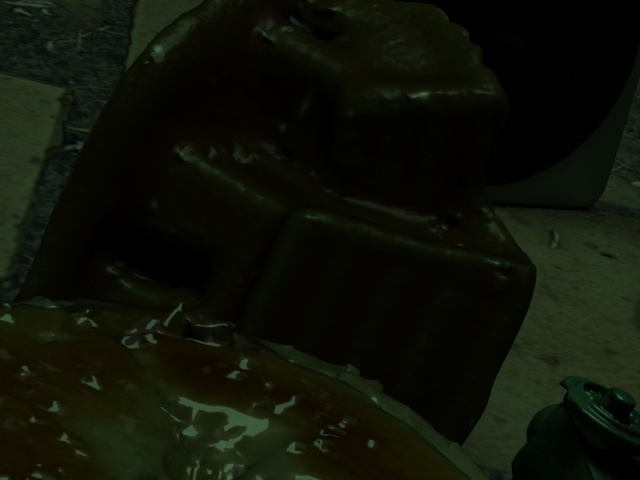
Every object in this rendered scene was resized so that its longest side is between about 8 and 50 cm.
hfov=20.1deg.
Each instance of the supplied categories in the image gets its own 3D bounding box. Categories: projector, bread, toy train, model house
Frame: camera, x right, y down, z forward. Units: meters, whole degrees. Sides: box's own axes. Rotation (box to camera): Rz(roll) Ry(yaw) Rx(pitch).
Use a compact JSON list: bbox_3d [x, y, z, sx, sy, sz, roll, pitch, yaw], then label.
[{"bbox_3d":[0.129,-0.159,1.358,0.257,0.259,0.079,3,23,-31],"label":"projector"},{"bbox_3d":[-0.060,0.134,0.623,0.305,0.159,0.305,11,24,-5],"label":"bread"},{"bbox_3d":[0.163,0.160,0.825,0.159,0.101,0.248,27,18,-14],"label":"toy train"},{"bbox_3d":[0.002,-0.010,0.967,0.239,0.268,0.173,26,3,22],"label":"model house"}]
